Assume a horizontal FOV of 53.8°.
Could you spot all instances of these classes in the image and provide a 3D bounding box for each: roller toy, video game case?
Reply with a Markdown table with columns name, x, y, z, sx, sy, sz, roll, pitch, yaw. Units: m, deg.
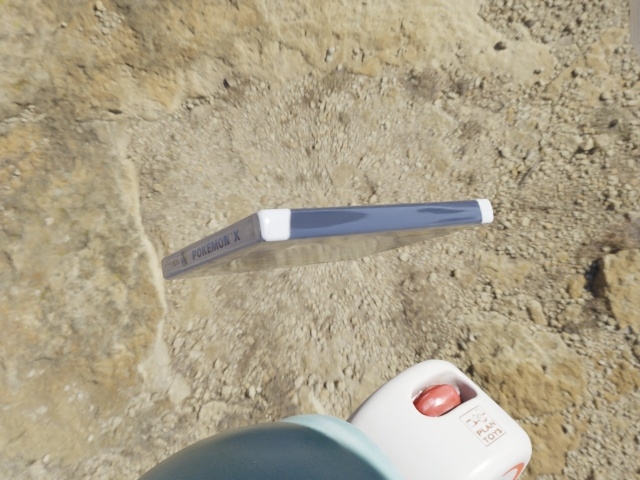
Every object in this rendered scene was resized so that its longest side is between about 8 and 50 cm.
| name | x | y | z | sx | sy | sz | roll | pitch | yaw |
| --- | --- | --- | --- | --- | --- | --- | --- | --- | --- |
| roller toy | 0.110 | 0.232 | 0.641 | 0.191 | 0.209 | 0.146 | -43 | 58 | -6 |
| video game case | 0.000 | 0.000 | 0.818 | 0.329 | 0.300 | 0.036 | -5 | 82 | -34 |

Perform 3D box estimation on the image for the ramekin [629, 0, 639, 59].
| name | x | y | z | sx | sy | sz | roll | pitch | yaw |
| --- | --- | --- | --- | --- | --- | --- | --- | --- | --- |
| ramekin | 0.358 | -0.185 | 0.453 | 0.273 | 0.273 | 0.127 | 2 | 111 | 0 |

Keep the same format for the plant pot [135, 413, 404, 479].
| name | x | y | z | sx | sy | sz | roll | pitch | yaw |
| --- | --- | --- | --- | --- | --- | --- | --- | --- | --- |
| plant pot | -0.079 | 0.278 | 0.452 | 0.196 | 0.293 | 0.292 | 10 | 93 | -37 |
